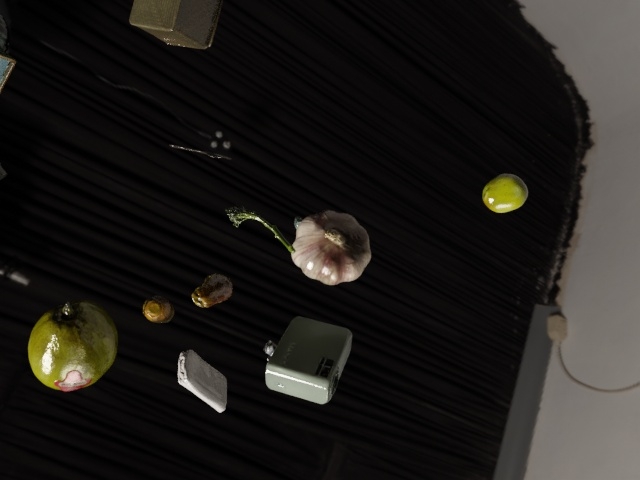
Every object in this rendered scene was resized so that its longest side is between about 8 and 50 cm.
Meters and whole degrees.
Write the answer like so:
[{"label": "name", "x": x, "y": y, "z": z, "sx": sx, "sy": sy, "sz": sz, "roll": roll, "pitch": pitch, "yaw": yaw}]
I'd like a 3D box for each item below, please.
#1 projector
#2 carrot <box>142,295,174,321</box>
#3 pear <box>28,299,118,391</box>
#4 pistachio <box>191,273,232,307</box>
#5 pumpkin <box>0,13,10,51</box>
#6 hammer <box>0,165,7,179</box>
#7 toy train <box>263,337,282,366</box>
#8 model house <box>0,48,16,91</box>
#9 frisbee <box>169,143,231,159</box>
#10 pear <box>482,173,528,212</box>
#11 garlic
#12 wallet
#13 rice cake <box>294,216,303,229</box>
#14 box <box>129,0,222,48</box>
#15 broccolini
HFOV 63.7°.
[{"label": "projector", "x": -0.028, "y": 0.361, "z": 1.574, "sx": 0.250, "sy": 0.198, "sz": 0.108, "roll": -58, "pitch": -26, "yaw": -53}, {"label": "carrot", "x": -0.487, "y": 0.210, "z": 1.561, "sx": 0.173, "sy": 0.082, "sz": 0.082, "roll": 118, "pitch": 177, "yaw": -80}, {"label": "pear", "x": -0.844, "y": 0.339, "z": 1.764, "sx": 0.287, "sy": 0.287, "sz": 0.375, "roll": -85, "pitch": 8, "yaw": -50}, {"label": "pistachio", "x": -0.316, "y": 0.144, "z": 1.555, "sx": 0.049, "sy": 0.090, "sz": 0.173, "roll": -25, "pitch": -2, "yaw": 28}, {"label": "pumpkin", "x": -1.028, "y": -0.616, "z": 1.517, "sx": 0.140, "sy": 0.201, "sz": 0.202, "roll": 127, "pitch": 168, "yaw": -79}, {"label": "hammer", "x": -1.076, "y": -0.206, "z": 1.498, "sx": 0.043, "sy": 0.111, "sz": 0.365, "roll": -32, "pitch": 9, "yaw": 13}, {"label": "toy train", "x": -0.071, "y": 0.423, "z": 1.810, "sx": 0.134, "sy": 0.260, "sz": 0.177, "roll": -62, "pitch": 6, "yaw": -37}, {"label": "model house", "x": -0.578, "y": -0.254, "z": 0.741, "sx": 0.206, "sy": 0.178, "sz": 0.271, "roll": -57, "pitch": 10, "yaw": -30}, {"label": "frisbee", "x": -0.361, "y": -0.274, "z": 1.627, "sx": 0.187, "sy": 0.210, "sz": 0.012, "roll": 28, "pitch": 107, "yaw": 59}, {"label": "pear", "x": 0.396, "y": -0.103, "z": 1.116, "sx": 0.092, "sy": 0.096, "sz": 0.092, "roll": 29, "pitch": 124, "yaw": 54}, {"label": "garlic", "x": 0.033, "y": 0.008, "z": 1.523, "sx": 0.253, "sy": 0.245, "sz": 0.245, "roll": 93, "pitch": -161, "yaw": -72}, {"label": "wallet", "x": -0.280, "y": 0.335, "z": 1.235, "sx": 0.033, "sy": 0.190, "sz": 0.095, "roll": -22, "pitch": 43, "yaw": 11}, {"label": "rice cake", "x": 0.000, "y": 0.000, "z": 1.789, "sx": 0.040, "sy": 0.226, "sz": 0.085, "roll": -51, "pitch": 13, "yaw": 6}, {"label": "box", "x": -0.371, "y": -0.676, "z": 1.380, "sx": 0.184, "sy": 0.143, "sz": 0.274, "roll": 19, "pitch": 96, "yaw": 28}, {"label": "broccolini", "x": -0.134, "y": -0.033, "z": 1.210, "sx": 0.052, "sy": 0.194, "sz": 0.054, "roll": -58, "pitch": -12, "yaw": -22}]
